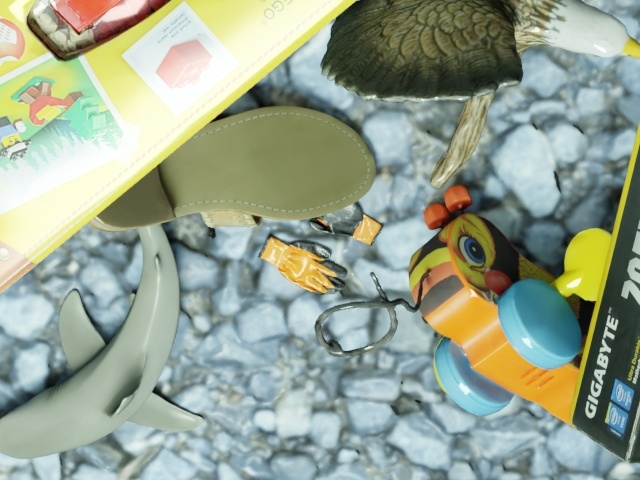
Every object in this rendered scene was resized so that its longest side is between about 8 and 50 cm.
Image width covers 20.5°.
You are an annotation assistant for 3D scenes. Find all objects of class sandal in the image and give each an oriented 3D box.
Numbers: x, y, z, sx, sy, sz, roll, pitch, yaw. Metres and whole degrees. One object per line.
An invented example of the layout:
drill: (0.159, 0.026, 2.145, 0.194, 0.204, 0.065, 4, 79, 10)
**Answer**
sandal: (-0.081, -0.049, 1.338, 0.240, 0.079, 0.088, -9, 90, -29)

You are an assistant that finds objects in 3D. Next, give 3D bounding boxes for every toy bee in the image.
toy bee: (0.138, 0.037, 1.335, 0.195, 0.162, 0.298, -23, 138, 24)

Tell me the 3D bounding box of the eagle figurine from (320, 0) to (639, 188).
eagle figurine: (0.119, -0.172, 1.170, 0.225, 0.298, 0.226, -6, 81, 11)

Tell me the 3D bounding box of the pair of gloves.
pair of gloves: (0.000, 0.000, 1.389, 0.074, 0.010, 0.083, 31, 105, -8)

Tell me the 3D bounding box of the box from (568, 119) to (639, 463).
box: (0.332, -0.001, 1.287, 0.257, 0.079, 0.322, -1, 111, -32)

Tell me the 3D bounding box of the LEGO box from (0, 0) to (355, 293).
LEGO box: (-0.060, -0.232, 1.089, 0.500, 0.372, 0.193, -37, 104, 22)

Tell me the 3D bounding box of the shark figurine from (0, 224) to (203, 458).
shark figurine: (-0.152, 0.075, 1.365, 0.166, 0.116, 0.278, 18, 109, -6)
